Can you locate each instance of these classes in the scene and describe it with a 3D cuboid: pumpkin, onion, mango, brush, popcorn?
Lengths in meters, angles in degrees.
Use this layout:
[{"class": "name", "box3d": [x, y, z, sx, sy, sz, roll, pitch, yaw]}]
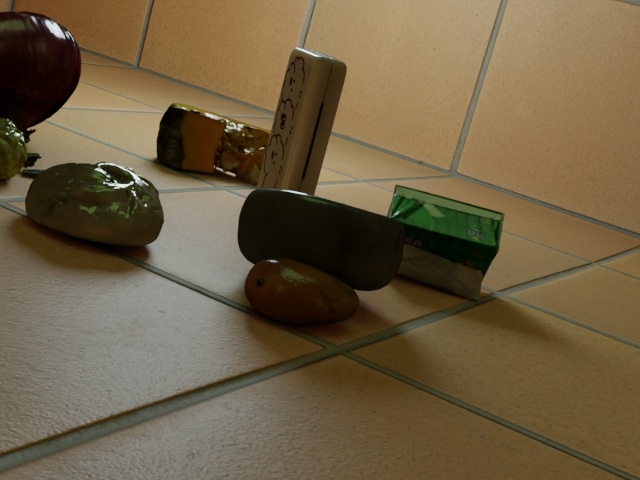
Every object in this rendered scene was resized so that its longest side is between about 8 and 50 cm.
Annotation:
[{"class": "pumpkin", "box3d": [-0.234, -0.216, 2.465, 0.280, 0.139, 0.190, 17, 8, 20]}, {"class": "onion", "box3d": [-0.638, -0.300, 2.178, 0.347, 0.285, 0.347, -14, -13, -3]}, {"class": "mango", "box3d": [-0.027, 0.078, 1.560, 0.165, 0.089, 0.115, 19, 3, 3]}, {"class": "brush", "box3d": [-0.610, -0.149, 2.006, 0.190, 0.027, 0.034, 0, 14, -26]}, {"class": "popcorn", "box3d": [-0.571, -0.157, 1.921, 0.120, 0.116, 0.106, 21, -30, 11]}]

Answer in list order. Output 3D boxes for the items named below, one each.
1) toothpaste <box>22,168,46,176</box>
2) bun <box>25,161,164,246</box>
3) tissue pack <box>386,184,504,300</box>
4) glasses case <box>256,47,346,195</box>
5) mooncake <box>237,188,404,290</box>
[{"class": "toothpaste", "box3d": [-0.481, -0.118, 2.025, 0.140, 0.021, 0.037, 9, 9, -16]}, {"class": "bun", "box3d": [-0.351, -0.067, 1.734, 0.237, 0.116, 0.210, 21, 13, 23]}, {"class": "tissue pack", "box3d": [0.212, 0.016, 2.001, 0.209, 0.148, 0.156, 16, 52, 0]}, {"class": "glasses case", "box3d": [-0.043, -0.221, 2.255, 0.076, 0.336, 0.144, 8, 13, -27]}, {"class": "mooncake", "box3d": [0.000, 0.000, 1.714, 0.275, 0.135, 0.275, 12, -4, 1]}]
